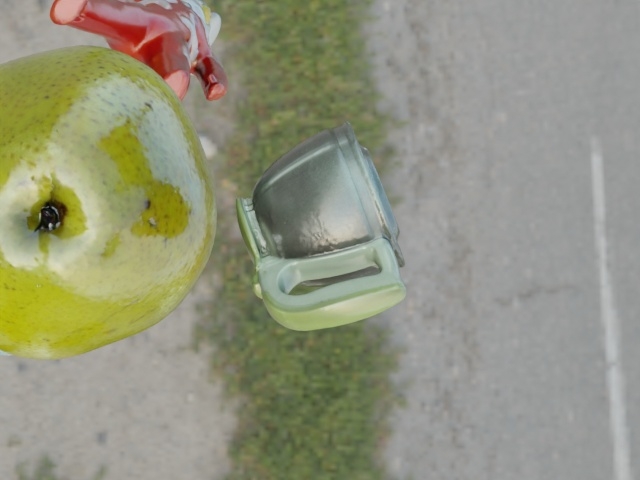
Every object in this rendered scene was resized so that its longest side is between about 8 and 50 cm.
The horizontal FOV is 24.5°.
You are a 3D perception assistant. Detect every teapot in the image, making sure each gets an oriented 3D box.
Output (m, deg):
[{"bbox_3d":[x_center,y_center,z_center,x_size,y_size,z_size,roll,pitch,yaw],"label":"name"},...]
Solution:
[{"bbox_3d":[-0.003,-0.008,0.845,0.124,0.091,0.092,-99,166,-75],"label":"teapot"}]

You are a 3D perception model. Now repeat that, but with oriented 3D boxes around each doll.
[{"bbox_3d":[-0.174,-0.217,1.574,0.188,0.099,0.384,41,10,-6],"label":"doll"}]

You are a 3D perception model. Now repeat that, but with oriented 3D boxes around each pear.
[{"bbox_3d":[-0.157,-0.024,0.909,0.198,0.198,0.198,4,85,-57],"label":"pear"}]

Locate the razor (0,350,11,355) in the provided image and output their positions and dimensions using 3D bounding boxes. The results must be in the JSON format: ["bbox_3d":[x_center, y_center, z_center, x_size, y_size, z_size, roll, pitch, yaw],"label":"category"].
[{"bbox_3d":[-0.250,0.150,1.018,0.084,0.036,0.211,7,113,-30],"label":"razor"}]
